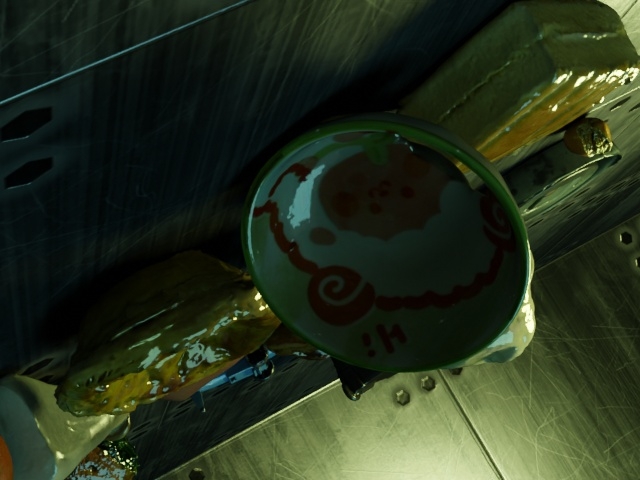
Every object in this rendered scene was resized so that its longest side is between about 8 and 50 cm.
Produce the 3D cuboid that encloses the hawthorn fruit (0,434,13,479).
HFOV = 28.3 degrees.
[{"bbox_3d":[-0.466,0.279,1.538,0.199,0.199,0.251,-18,147,-47],"label":"hawthorn fruit"}]

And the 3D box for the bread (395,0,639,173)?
[{"bbox_3d":[0.225,-0.171,1.483,0.246,0.111,0.239,-37,165,37],"label":"bread"}]

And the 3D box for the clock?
[{"bbox_3d":[0.416,-0.101,2.409,0.325,0.067,0.325,-29,169,-6],"label":"clock"}]

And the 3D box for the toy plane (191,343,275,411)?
[{"bbox_3d":[-0.147,0.207,2.225,0.271,0.105,0.254,-33,156,-9],"label":"toy plane"}]

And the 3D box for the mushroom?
[{"bbox_3d":[-0.355,0.244,1.764,0.122,0.159,0.328,12,-173,13],"label":"mushroom"}]

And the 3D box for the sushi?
[{"bbox_3d":[-0.398,0.397,2.333,0.149,0.140,0.287,5,178,16],"label":"sushi"}]

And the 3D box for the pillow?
[{"bbox_3d":[-0.206,0.196,2.070,0.179,0.075,0.171,-34,162,10],"label":"pillow"}]

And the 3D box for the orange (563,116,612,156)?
[{"bbox_3d":[0.460,-0.181,2.184,0.086,0.062,0.086,-1,-162,0],"label":"orange"}]

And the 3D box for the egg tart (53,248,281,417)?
[{"bbox_3d":[-0.193,0.109,1.593,0.341,0.129,0.341,-28,169,-6],"label":"egg tart"}]

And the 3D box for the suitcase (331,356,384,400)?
[{"bbox_3d":[0.202,0.182,2.788,0.345,0.188,0.339,-38,165,27],"label":"suitcase"}]

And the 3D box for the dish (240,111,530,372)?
[{"bbox_3d":[0.081,-0.016,1.430,0.324,0.324,0.124,-38,-165,33],"label":"dish"}]

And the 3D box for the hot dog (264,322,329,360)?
[{"bbox_3d":[0.027,0.093,1.745,0.227,0.099,0.160,-38,166,14],"label":"hot dog"}]

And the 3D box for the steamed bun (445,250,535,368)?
[{"bbox_3d":[0.234,0.100,2.265,0.207,0.280,0.268,-9,-162,-43],"label":"steamed bun"}]
